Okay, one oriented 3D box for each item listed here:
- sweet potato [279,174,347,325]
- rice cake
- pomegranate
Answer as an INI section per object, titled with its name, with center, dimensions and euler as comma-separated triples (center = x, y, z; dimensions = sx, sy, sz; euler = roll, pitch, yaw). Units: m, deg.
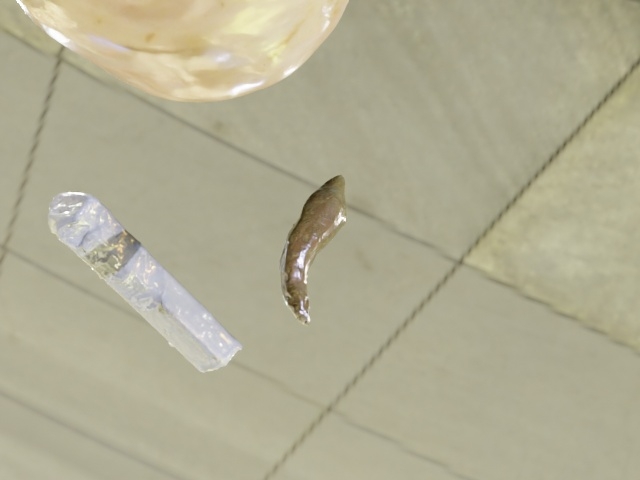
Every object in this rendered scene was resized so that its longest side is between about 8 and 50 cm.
[sweet potato]
center = -0.006, -0.002, 1.250
dimensions = 0.041, 0.153, 0.038
euler = 29, 139, -12
[rice cake]
center = -0.172, 0.043, 1.563
dimensions = 0.057, 0.052, 0.256
euler = -13, 135, 33
[pomegranate]
center = -0.114, -0.342, 1.469
dimensions = 0.411, 0.412, 0.411
euler = 17, 149, 11
